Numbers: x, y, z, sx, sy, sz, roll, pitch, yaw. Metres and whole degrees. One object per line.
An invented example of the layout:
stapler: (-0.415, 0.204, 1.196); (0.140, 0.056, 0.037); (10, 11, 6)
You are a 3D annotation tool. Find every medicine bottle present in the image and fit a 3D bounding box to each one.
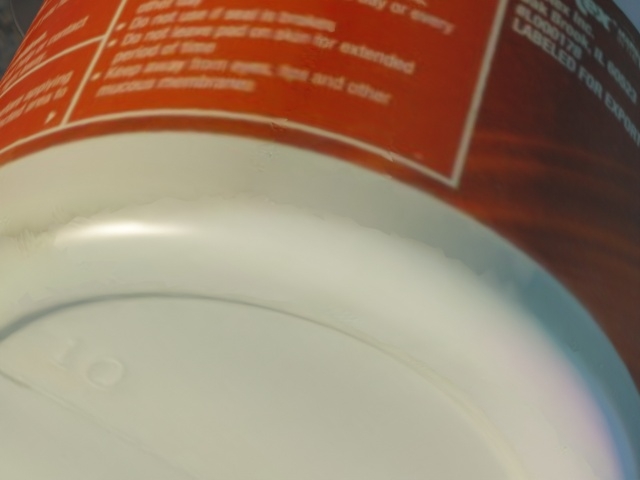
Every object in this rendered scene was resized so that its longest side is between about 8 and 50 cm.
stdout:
medicine bottle: (0.000, 0.000, 0.616); (0.253, 0.241, 0.252); (10, 138, 9)

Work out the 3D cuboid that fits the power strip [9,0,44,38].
power strip: (-0.159, -0.192, 1.322); (0.154, 0.154, 0.078); (-47, 154, 7)
